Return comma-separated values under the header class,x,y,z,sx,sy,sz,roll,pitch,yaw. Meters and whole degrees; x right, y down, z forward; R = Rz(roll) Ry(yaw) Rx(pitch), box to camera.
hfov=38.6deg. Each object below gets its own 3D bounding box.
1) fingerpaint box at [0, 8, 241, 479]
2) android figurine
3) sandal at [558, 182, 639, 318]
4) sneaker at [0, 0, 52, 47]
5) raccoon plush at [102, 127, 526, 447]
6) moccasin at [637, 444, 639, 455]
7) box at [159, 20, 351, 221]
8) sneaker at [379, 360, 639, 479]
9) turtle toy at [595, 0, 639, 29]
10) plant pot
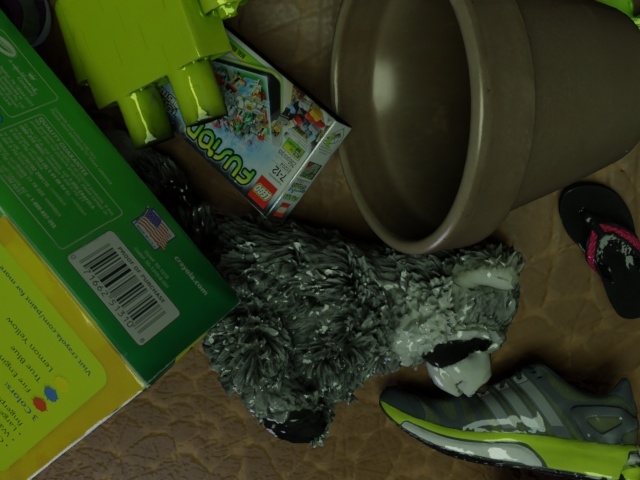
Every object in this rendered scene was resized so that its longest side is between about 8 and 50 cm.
class,x,y,z,sx,sy,sz,roll,pitch,yaw
fingerpaint box,-0.353,0.006,0.874,0.445,0.163,0.371,50,126,-1
android figurine,-0.172,-0.228,0.843,0.248,0.056,0.273,-16,94,44
sandal,0.314,0.014,0.973,0.067,0.040,0.179,-28,109,17
sneaker,-0.329,-0.286,0.870,0.083,0.098,0.224,-17,112,13
raccoon plush,0.000,0.000,0.920,0.299,0.216,0.446,-39,105,12
moccasin,0.386,0.329,1.066,0.379,0.147,0.139,0,129,1
box,-0.078,-0.125,0.882,0.207,0.036,0.114,42,104,25
sneaker,0.215,0.196,1.038,0.299,0.111,0.121,8,74,16
turtle toy,0.311,-0.189,0.868,0.130,0.066,0.095,35,111,-10
plant pot,0.161,-0.134,0.816,0.229,0.263,0.263,-10,117,-23
